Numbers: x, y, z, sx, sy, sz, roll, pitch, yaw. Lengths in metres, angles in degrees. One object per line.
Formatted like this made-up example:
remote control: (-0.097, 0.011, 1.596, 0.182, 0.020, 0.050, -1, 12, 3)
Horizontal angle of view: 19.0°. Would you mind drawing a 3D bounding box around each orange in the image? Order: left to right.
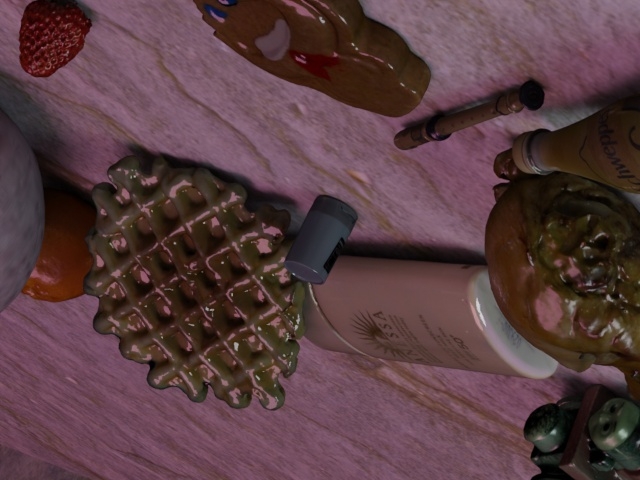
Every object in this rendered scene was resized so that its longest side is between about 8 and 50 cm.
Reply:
orange: (-0.343, 0.009, 2.443, 0.159, 0.136, 0.159, 22, 162, 7)

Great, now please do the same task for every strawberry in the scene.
strawberry: (-0.269, -0.200, 1.897, 0.073, 0.083, 0.073, 20, 176, 2)

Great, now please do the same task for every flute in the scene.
flute: (0.127, -0.107, 1.699, 0.027, 0.027, 0.233, 34, 160, -19)

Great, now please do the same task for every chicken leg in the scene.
chicken leg: (0.282, 0.071, 1.817, 0.201, 0.152, 0.429, 28, 173, 36)

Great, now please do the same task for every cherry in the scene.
cherry: (-0.468, -0.040, 2.251, 0.335, 0.291, 0.326, -12, 119, 43)

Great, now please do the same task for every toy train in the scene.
toy train: (0.385, 0.278, 2.204, 0.304, 0.150, 0.221, 37, 148, -23)

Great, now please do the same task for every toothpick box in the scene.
toothpick box: (0.000, 0.000, 2.050, 0.052, 0.083, 0.052, 24, 161, 9)

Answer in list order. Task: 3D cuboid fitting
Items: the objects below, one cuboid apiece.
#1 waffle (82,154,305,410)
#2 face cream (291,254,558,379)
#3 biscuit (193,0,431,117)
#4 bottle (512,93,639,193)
waffle: (-0.147, 0.049, 2.202, 0.292, 0.056, 0.309, 17, 123, 23)
face cream: (0.094, 0.080, 2.135, 0.349, 0.081, 0.173, 4, 145, 47)
biscuit: (-0.046, -0.203, 1.656, 0.183, 0.047, 0.320, -2, 145, 49)
bottle: (0.249, -0.075, 1.535, 0.083, 0.083, 0.270, 36, 160, -26)
